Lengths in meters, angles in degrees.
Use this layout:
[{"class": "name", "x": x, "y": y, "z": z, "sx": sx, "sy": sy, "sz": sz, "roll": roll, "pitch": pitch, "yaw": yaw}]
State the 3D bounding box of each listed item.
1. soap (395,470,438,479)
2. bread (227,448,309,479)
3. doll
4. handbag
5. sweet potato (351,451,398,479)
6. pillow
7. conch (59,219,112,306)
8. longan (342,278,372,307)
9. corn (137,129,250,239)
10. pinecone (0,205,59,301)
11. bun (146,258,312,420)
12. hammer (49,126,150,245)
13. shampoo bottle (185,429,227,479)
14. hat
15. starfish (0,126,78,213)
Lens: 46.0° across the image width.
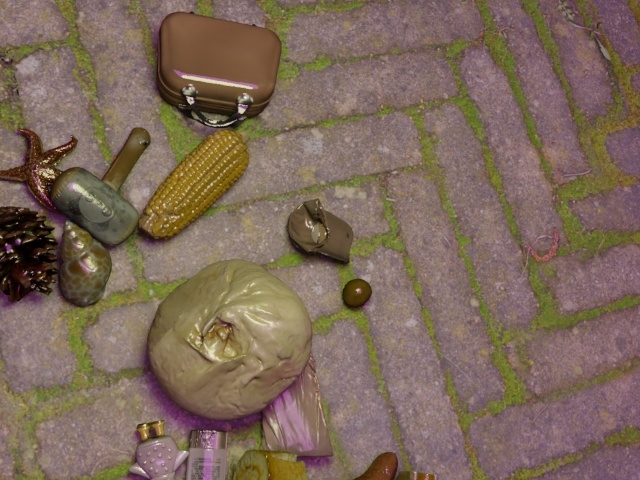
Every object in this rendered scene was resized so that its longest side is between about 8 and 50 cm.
[{"class": "soap", "x": 0.201, "y": 0.632, "z": 1.664, "sx": 0.073, "sy": 0.140, "sz": 0.232, "roll": 12, "pitch": 71, "yaw": -13}, {"class": "bread", "x": -0.123, "y": 0.566, "z": 1.573, "sx": 0.124, "sy": 0.186, "sz": 0.257, "roll": 20, "pitch": 73, "yaw": -27}, {"class": "doll", "x": -0.337, "y": 0.484, "z": 1.587, "sx": 0.129, "sy": 0.081, "sz": 0.207, "roll": -12, "pitch": 79, "yaw": -11}, {"class": "handbag", "x": -0.254, "y": -0.400, "z": 1.846, "sx": 0.301, "sy": 0.149, "sz": 0.283, "roll": 7, "pitch": 69, "yaw": -16}, {"class": "sweet potato", "x": 0.053, "y": 0.600, "z": 1.659, "sx": 0.095, "sy": 0.106, "sz": 0.354, "roll": 30, "pitch": 46, "yaw": 32}, {"class": "pillow", "x": -0.078, "y": 0.367, "z": 1.704, "sx": 0.173, "sy": 0.067, "sz": 0.270, "roll": -7, "pitch": 74, "yaw": -14}, {"class": "conch", "x": -0.519, "y": 0.058, "z": 1.655, "sx": 0.116, "sy": 0.106, "sz": 0.173, "roll": 16, "pitch": 83, "yaw": 9}, {"class": "longan", "x": 0.091, "y": 0.132, "z": 1.828, "sx": 0.075, "sy": 0.075, "sz": 0.083, "roll": -39, "pitch": 128, "yaw": -23}, {"class": "corn", "x": -0.287, "y": -0.136, "z": 1.765, "sx": 0.130, "sy": 0.130, "sz": 0.347, "roll": 41, "pitch": 69, "yaw": -1}, {"class": "pinecone", "x": -0.650, "y": 0.028, "z": 1.590, "sx": 0.184, "sy": 0.179, "sz": 0.205, "roll": -10, "pitch": 94, "yaw": 5}, {"class": "bun", "x": -0.197, "y": 0.201, "z": 1.617, "sx": 0.361, "sy": 0.213, "sz": 0.361, "roll": -2, "pitch": 70, "yaw": 5}, {"class": "hammer", "x": -0.468, "y": -0.148, "z": 1.731, "sx": 0.202, "sy": 0.113, "sz": 0.305, "roll": 43, "pitch": 51, "yaw": -23}, {"class": "shampoo bottle", "x": -0.247, "y": 0.523, "z": 1.613, "sx": 0.086, "sy": 0.056, "sz": 0.227, "roll": 4, "pitch": 72, "yaw": -9}, {"class": "hat", "x": 0.000, "y": 0.000, "z": 1.846, "sx": 0.175, "sy": 0.085, "sz": 0.147, "roll": 33, "pitch": 54, "yaw": -29}, {"class": "starfish", "x": -0.644, "y": -0.159, "z": 1.706, "sx": 0.238, "sy": 0.057, "sz": 0.213, "roll": -7, "pitch": 76, "yaw": -17}]
